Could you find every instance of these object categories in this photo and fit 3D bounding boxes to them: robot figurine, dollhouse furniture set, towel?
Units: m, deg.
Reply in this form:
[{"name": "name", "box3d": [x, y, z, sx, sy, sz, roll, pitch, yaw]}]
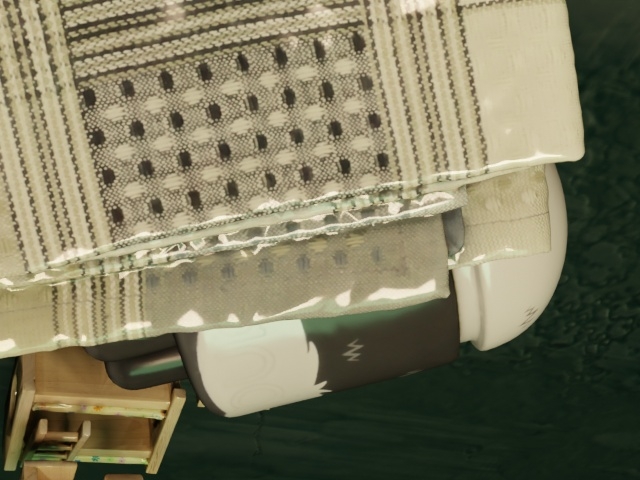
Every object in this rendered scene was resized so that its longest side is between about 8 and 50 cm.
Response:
[{"name": "robot figurine", "box3d": [0.000, -0.001, 0.619, 0.278, 0.209, 0.174, -14, 105, -1]}, {"name": "dollhouse furniture set", "box3d": [-0.122, 0.158, 0.746, 0.181, 0.161, 0.101, 7, 132, -21]}, {"name": "towel", "box3d": [-0.054, -0.115, 0.453, 0.312, 0.056, 0.324, -10, 102, -6]}]
